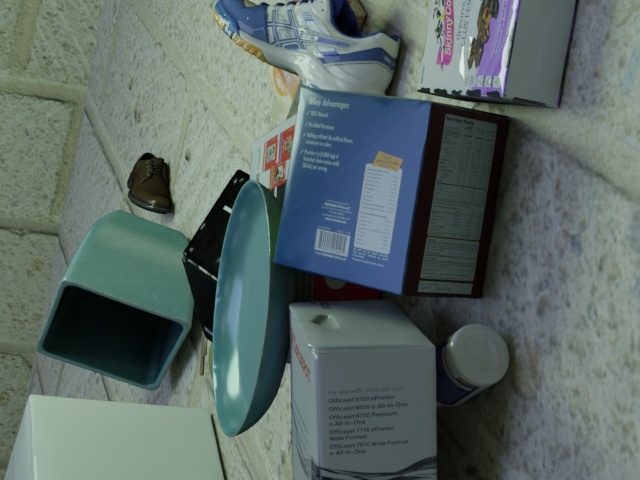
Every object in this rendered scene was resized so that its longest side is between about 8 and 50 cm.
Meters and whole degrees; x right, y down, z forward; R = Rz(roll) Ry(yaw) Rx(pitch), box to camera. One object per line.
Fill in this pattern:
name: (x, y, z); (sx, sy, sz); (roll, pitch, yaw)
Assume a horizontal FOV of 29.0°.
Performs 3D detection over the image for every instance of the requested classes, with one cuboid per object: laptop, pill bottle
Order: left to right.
laptop: (-0.103, 0.056, 1.942); (0.234, 0.136, 0.264); (29, 85, 52)
pill bottle: (0.144, 0.136, 1.301); (0.120, 0.067, 0.067); (131, 141, -59)

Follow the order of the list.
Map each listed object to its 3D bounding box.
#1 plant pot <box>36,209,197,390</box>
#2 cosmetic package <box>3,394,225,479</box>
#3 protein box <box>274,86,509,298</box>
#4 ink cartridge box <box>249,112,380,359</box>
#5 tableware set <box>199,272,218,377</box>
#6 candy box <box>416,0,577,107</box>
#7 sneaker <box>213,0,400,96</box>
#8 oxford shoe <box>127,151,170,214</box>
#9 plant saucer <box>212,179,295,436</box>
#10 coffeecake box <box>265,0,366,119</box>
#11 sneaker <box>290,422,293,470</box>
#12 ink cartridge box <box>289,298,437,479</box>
plant pot: (-0.372, 0.091, 2.371); (0.248, 0.247, 0.252); (122, 164, -45)
cosmetic package: (-0.363, 0.520, 2.082); (0.327, 0.329, 0.394); (-110, 35, -49)
protein box: (0.075, -0.054, 1.356); (0.199, 0.136, 0.201); (13, 95, 45)
ink cartridge box: (0.000, 0.000, 1.611); (0.272, 0.130, 0.310); (159, 115, -68)
tableware set: (-0.148, 0.145, 2.053); (0.128, 0.039, 0.194); (15, 102, 54)
candy box: (0.186, -0.229, 1.309); (0.196, 0.070, 0.165); (-161, 79, -67)
sneaker: (-0.013, -0.282, 1.675); (0.296, 0.112, 0.131); (34, 106, 25)
oxford shoe: (-0.358, -0.125, 2.600); (0.096, 0.082, 0.227); (-68, 28, 19)
plant saucer: (-0.083, 0.084, 1.531); (0.317, 0.043, 0.318); (-175, 90, -75)
coffeecake box: (-0.010, -0.286, 1.810); (0.142, 0.068, 0.185); (-113, 37, -52)
sneaker: (0.021, 0.293, 1.523); (0.110, 0.107, 0.275); (-43, 44, 44)
ink cartridge box: (0.042, 0.234, 1.323); (0.223, 0.129, 0.308); (-129, 37, -78)
